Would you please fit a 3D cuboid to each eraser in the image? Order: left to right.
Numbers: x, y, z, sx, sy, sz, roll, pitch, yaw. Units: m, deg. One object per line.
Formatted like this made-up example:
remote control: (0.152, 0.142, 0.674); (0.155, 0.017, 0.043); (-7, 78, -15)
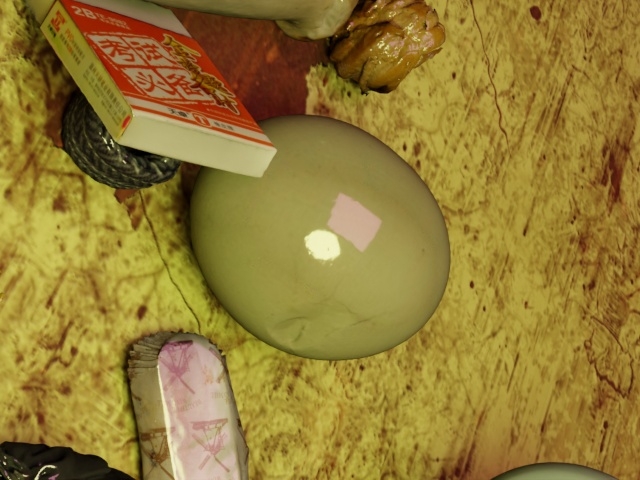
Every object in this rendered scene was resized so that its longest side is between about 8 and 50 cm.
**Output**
eraser: (-0.151, -0.147, 1.279); (0.157, 0.038, 0.230); (11, 31, -43)

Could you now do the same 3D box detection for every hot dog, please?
hot dog: (-0.119, 0.175, 1.333); (0.108, 0.059, 0.191); (-7, 91, -33)

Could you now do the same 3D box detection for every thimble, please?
thimble: (-0.174, -0.099, 1.327); (0.104, 0.066, 0.095); (38, 59, -33)

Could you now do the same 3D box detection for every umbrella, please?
umbrella: (-0.237, 0.198, 1.135); (0.110, 0.122, 0.272); (53, 15, 31)

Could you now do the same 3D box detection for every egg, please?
egg: (0.000, 0.000, 1.376); (0.269, 0.219, 0.219); (37, 57, -21)

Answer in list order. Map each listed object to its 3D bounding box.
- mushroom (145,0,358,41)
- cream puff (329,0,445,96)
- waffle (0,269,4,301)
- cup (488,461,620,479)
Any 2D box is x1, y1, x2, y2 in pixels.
mushroom: (-0.123, -0.281, 1.367); (0.407, 0.154, 0.138); (9, 94, -53)
cream puff: (0.068, -0.218, 1.570); (0.104, 0.119, 0.133); (36, 28, -14)
waffle: (-0.378, 0.050, 1.086); (0.325, 0.068, 0.302); (45, 55, -37)
cup: (0.197, 0.388, 1.440); (0.356, 0.259, 0.274); (-35, 151, -4)
